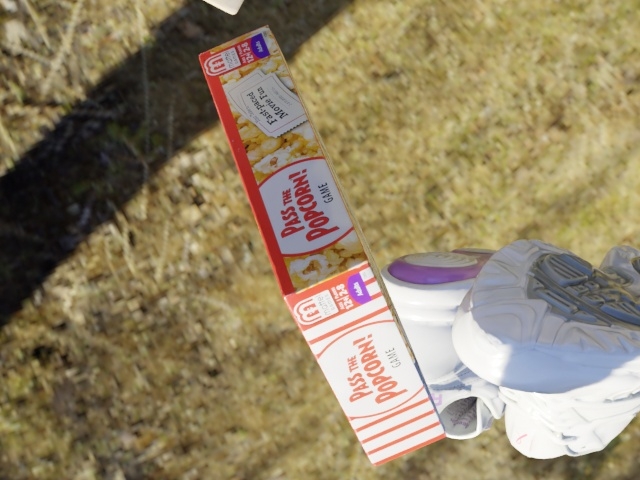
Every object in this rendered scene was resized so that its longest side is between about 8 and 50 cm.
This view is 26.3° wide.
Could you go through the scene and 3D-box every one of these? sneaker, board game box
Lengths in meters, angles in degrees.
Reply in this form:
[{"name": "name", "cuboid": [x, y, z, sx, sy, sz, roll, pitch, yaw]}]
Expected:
[{"name": "sneaker", "cuboid": [0.126, 0.068, 0.690, 0.232, 0.090, 0.115, 5, 122, -55]}, {"name": "board game box", "cuboid": [0.000, 0.000, 0.724, 0.045, 0.193, 0.147, -23, 134, 2]}, {"name": "sneaker", "cuboid": [0.130, 0.083, 1.166, 0.305, 0.114, 0.152, -2, 97, -58]}]

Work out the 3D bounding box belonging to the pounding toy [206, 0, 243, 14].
[{"name": "pounding toy", "cuboid": [-0.104, -0.205, 0.730, 0.181, 0.206, 0.094, 21, 101, -47]}]
